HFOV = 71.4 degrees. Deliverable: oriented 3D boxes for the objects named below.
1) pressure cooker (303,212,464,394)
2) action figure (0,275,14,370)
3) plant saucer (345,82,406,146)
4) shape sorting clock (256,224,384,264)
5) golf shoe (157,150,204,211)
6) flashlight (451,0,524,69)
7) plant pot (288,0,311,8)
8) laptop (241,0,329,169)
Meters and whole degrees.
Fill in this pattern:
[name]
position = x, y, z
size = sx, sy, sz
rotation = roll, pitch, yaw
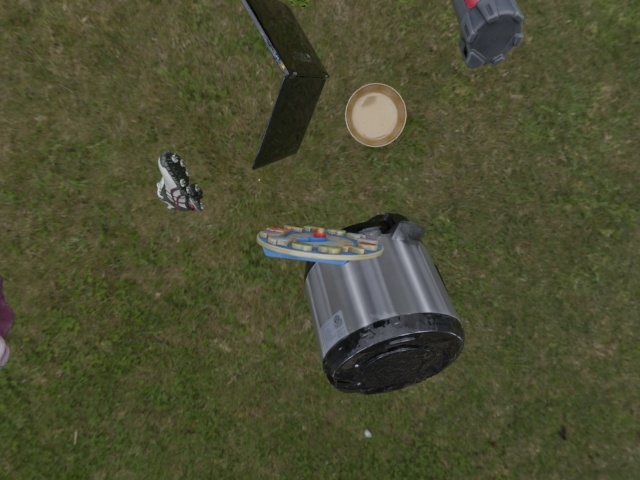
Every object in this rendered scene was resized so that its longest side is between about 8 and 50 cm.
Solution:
[pressure cooker]
position = 0.147, 0.147, 1.191
size = 0.369, 0.420, 0.375
rotation = -21, 141, 6
[action figure]
position = -0.411, 0.086, 0.324
size = 0.275, 0.370, 0.248
rotation = -42, 105, 4
[plant saucer]
position = 0.075, -0.170, 0.608
size = 0.083, 0.015, 0.083
rotation = 0, 99, -2
[shape sorting clock]
position = 0.000, 0.000, 0.721
size = 0.206, 0.206, 0.040
rotation = 0, 100, -8
[golf shoe]
position = -0.442, -0.160, 1.336
size = 0.120, 0.273, 0.105
rotation = -8, 63, 0
[flashlight]
position = 0.266, -0.408, 0.736
size = 0.103, 0.304, 0.103
rotation = -7, 137, 11
[plant pot]
position = -0.039, -0.558, 0.974
size = 0.083, 0.083, 0.079
rotation = 15, 86, -10
[laptop]
position = -0.143, -0.470, 1.312
size = 0.236, 0.382, 0.408
rotation = -28, 98, 23
